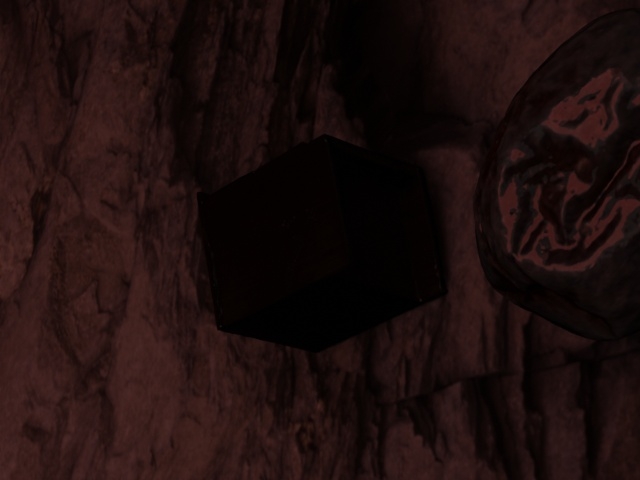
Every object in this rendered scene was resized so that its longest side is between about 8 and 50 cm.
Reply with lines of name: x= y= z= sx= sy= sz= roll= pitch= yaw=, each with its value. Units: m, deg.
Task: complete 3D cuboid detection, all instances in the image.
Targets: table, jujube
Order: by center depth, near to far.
jujube: x=0.279 y=-0.054 z=1.859 sx=0.246 sy=0.215 sz=0.308 roll=44 pitch=107 yaw=16
table: x=0.000 y=0.000 z=2.126 sx=0.193 sy=0.169 sz=0.172 roll=-27 pitch=62 yaw=35
